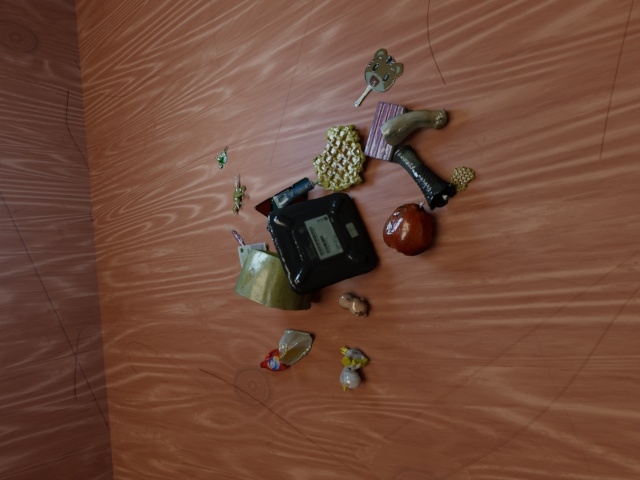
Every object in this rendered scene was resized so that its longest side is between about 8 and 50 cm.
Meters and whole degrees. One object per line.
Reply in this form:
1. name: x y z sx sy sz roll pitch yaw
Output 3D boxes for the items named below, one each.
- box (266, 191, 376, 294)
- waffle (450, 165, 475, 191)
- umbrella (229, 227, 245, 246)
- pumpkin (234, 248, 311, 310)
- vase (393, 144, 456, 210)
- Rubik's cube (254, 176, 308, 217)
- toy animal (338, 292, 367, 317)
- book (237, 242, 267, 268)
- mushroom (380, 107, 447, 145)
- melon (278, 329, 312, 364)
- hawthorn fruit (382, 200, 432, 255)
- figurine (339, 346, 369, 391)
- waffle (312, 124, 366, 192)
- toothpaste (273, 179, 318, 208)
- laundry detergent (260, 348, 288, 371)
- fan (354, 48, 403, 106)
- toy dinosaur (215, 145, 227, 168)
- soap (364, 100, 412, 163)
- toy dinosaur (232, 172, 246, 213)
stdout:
1. box: 0.000 0.000 1.737 0.091 0.350 0.359 105 145 -69
2. waffle: 0.468 -0.204 1.525 0.078 0.016 0.085 36 112 38
3. umbrella: -0.397 -0.005 2.233 0.027 0.025 0.165 -46 66 13
4. pumpkin: -0.175 0.147 1.866 0.332 0.332 0.199 21 99 37
5. vase: 0.347 -0.224 1.574 0.115 0.115 0.237 -52 56 28
6. Rubik's cube: -0.143 -0.083 1.943 0.284 0.250 0.234 -32 90 30
7. toy animal: 0.125 0.248 1.777 0.150 0.083 0.089 32 124 47
8. book: -0.315 0.080 2.161 0.182 0.014 0.127 -7 93 36
9. mushroom: 0.317 -0.397 1.562 0.223 0.081 0.092 -18 95 11
10. melon: -0.125 0.440 1.978 0.202 0.093 0.139 -49 54 23
11. hawthorn fruit: 0.305 -0.036 1.577 0.173 0.173 0.179 3 72 39
12. figurine: 0.117 0.509 1.790 0.129 0.109 0.178 -161 75 -65
13. waffle: 0.070 -0.325 1.818 0.291 0.051 0.291 3 94 47
14. toothpaste: -0.095 -0.196 1.876 0.197 0.035 0.057 -28 108 2
15. laundry detergent: -0.215 0.546 2.079 0.165 0.049 0.097 -23 70 39
16. fan: 0.204 -0.600 1.738 0.226 0.008 0.152 -50 62 28
17. toy dinosaur: -0.488 -0.421 2.305 0.060 0.029 0.119 43 112 13
18. soap: 0.244 -0.393 1.672 0.122 0.065 0.203 26 107 36
19. toy dinosaur: -0.412 -0.226 2.233 0.126 0.039 0.162 -42 64 34
